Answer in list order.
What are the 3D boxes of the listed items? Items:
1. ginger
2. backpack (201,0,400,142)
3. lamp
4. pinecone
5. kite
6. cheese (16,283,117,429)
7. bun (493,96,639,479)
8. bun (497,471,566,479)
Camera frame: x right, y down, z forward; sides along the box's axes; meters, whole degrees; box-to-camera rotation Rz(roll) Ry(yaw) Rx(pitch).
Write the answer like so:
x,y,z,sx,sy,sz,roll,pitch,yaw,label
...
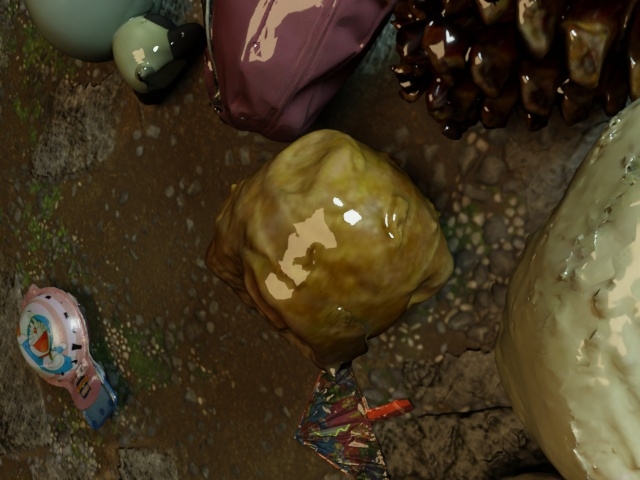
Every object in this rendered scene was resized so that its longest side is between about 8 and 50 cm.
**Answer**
x,y,z,sx,sy,sz,roll,pitch,yaw,label
-0.003,-0.003,0.548,0.223,0.200,0.269,-48,24,-9,ginger
-0.034,-0.267,0.533,0.317,0.197,0.283,-61,28,21,backpack
-0.296,-0.327,0.714,0.198,0.197,0.244,-40,97,26,lamp
0.185,-0.198,0.414,0.273,0.224,0.223,-10,88,37,pinecone
0.034,0.228,0.645,0.189,0.009,0.232,-26,80,29,kite
-0.448,0.198,0.884,0.286,0.074,0.189,48,116,17,cheese
0.312,0.044,0.352,0.326,0.234,0.361,38,104,12,bun
0.229,0.317,0.477,0.179,0.128,0.193,-30,90,28,bun
